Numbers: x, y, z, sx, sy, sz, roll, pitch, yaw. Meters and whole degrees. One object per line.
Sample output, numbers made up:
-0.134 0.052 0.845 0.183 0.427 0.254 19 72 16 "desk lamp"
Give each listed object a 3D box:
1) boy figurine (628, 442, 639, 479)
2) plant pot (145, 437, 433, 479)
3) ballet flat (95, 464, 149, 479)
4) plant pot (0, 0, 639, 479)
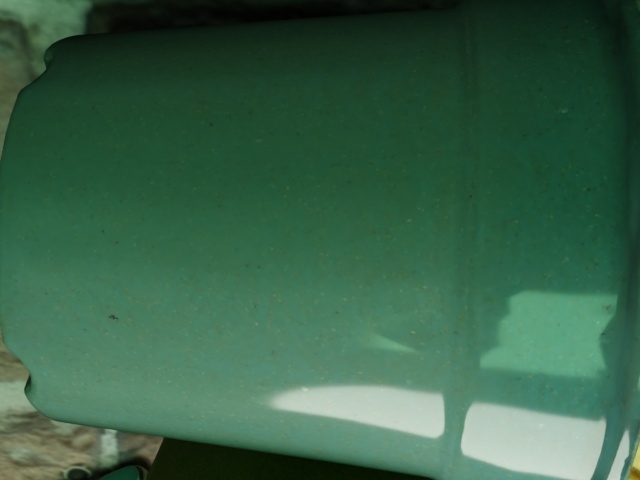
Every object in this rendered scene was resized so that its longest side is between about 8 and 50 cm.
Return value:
0.318 0.245 0.891 0.285 0.092 0.177 -14 126 5 "boy figurine"
-0.008 0.257 0.711 0.366 0.353 0.367 -2 127 -2 "plant pot"
-0.250 0.286 0.903 0.168 0.057 0.052 -18 136 9 "ballet flat"
0.000 0.000 0.553 0.333 0.341 0.341 2 127 4 "plant pot"
